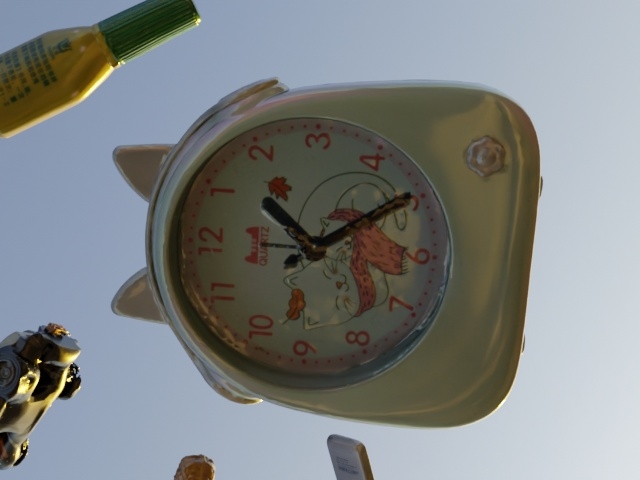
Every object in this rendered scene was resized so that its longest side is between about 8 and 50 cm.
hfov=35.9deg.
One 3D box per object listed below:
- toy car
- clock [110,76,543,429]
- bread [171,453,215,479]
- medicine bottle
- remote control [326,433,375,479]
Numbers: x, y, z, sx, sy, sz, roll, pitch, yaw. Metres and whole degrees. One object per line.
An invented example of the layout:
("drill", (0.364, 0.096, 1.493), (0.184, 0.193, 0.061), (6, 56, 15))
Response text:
("toy car", (-0.510, 0.262, 1.606), (0.301, 0.118, 0.193), (-54, -22, 2))
("clock", (0.000, 0.000, 0.768), (0.108, 0.324, 0.265), (-74, -11, -75))
("bread", (-0.173, 0.350, 1.264), (0.052, 0.044, 0.157), (33, -120, -38))
("medicine bottle", (-0.253, -0.200, 1.065), (0.094, 0.261, 0.064), (65, -178, 25))
("remote control", (0.066, 0.392, 1.446), (0.029, 0.067, 0.260), (-37, -58, -41))
